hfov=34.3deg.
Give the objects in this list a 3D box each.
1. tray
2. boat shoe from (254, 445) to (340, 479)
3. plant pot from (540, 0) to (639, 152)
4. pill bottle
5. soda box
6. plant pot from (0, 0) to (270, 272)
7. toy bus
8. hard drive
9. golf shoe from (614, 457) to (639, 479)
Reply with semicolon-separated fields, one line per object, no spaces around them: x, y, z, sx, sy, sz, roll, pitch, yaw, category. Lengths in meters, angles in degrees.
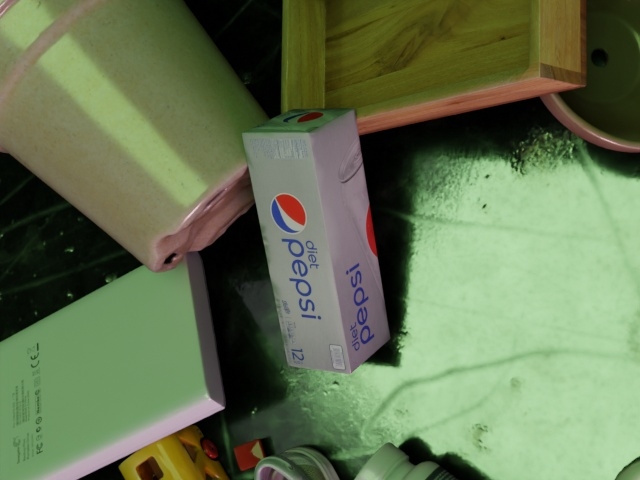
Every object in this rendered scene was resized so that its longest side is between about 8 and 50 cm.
0.103;-0.234;1.120;0.411;0.076;0.203;-5;83;54;tray
0.016;0.391;1.189;0.118;0.103;0.320;-28;76;16;boat shoe
0.317;-0.207;1.105;0.237;0.110;0.237;0;87;-9;plant pot
0.124;0.310;1.154;0.180;0.108;0.108;36;98;19;pill bottle
0.000;0.000;1.165;0.091;0.098;0.286;3;113;34;soda box
-0.216;-0.141;1.232;0.334;0.334;0.305;-44;84;12;plant pot
-0.159;0.327;1.259;0.202;0.104;0.191;8;88;21;toy bus
-0.290;0.175;1.307;0.353;0.047;0.233;-28;51;17;hard drive
0.315;0.312;1.096;0.069;0.086;0.176;29;94;22;golf shoe
